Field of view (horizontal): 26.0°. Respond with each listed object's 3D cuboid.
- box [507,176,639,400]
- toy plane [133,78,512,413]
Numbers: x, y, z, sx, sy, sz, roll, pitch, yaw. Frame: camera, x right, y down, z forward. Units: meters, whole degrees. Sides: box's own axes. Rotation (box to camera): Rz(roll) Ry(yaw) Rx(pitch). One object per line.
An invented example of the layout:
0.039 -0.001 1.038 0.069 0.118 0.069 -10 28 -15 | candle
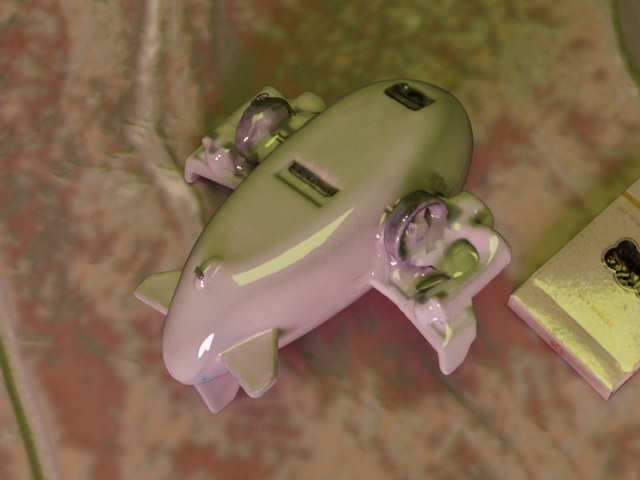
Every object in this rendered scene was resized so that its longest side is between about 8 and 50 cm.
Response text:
0.211 0.015 0.892 0.167 0.024 0.090 -41 71 -13 | box
-0.001 -0.003 0.862 0.252 0.118 0.252 -9 53 13 | toy plane
